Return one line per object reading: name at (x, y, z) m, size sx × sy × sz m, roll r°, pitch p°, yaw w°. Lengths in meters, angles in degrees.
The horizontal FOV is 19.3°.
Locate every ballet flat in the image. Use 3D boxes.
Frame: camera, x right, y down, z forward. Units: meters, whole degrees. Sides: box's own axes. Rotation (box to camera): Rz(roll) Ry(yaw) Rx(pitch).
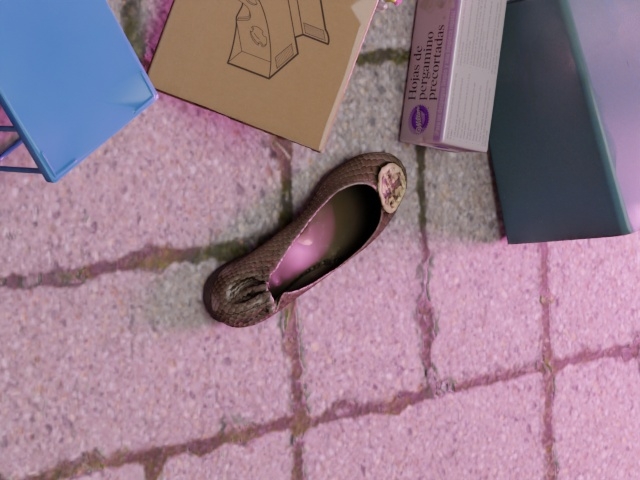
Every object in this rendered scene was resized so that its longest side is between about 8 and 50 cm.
ballet flat at (0.000, 0.000, 1.687) m, size 0.250 × 0.058 × 0.084 m, roll -36°, pitch 116°, yaw -32°

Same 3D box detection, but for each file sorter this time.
file sorter at (-0.231, -0.148, 1.450) m, size 0.118 × 0.104 × 0.170 m, roll -43°, pitch 119°, yaw -29°

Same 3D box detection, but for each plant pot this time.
plant pot at (0.262, -0.135, 1.838) m, size 0.165 × 0.166 × 0.234 m, roll -23°, pitch 100°, yaw -37°

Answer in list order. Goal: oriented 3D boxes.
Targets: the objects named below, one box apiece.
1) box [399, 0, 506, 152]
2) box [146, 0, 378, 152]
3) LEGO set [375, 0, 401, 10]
box at (0.136, -0.246, 1.778) m, size 0.067 × 0.063 × 0.324 m, roll 8°, pitch 89°, yaw -39°
box at (-0.041, -0.196, 1.593) m, size 0.164 × 0.021 × 0.201 m, roll 20°, pitch 88°, yaw -8°
LEGO set at (0.016, -0.297, 1.643) m, size 0.132 × 0.107 × 0.287 m, roll -5°, pitch 97°, yaw -40°
